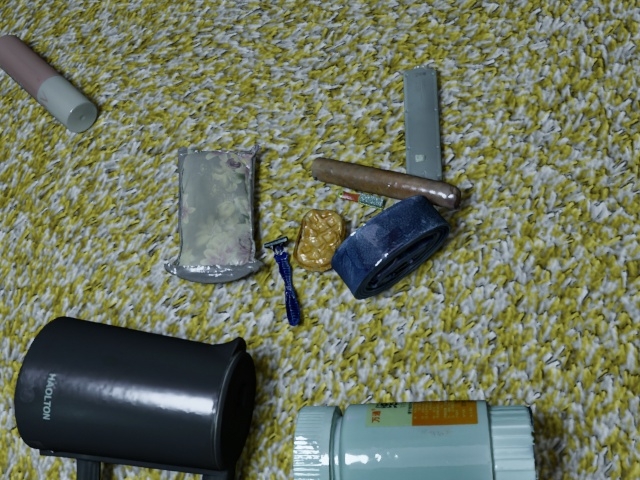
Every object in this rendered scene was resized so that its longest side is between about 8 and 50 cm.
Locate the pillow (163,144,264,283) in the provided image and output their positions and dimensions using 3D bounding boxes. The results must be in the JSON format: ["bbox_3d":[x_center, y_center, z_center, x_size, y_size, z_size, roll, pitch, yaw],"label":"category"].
[{"bbox_3d":[-0.173,-0.046,1.305,0.169,0.059,0.255,-5,67,10],"label":"pillow"}]

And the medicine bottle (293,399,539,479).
[{"bbox_3d":[0.131,0.302,1.056,0.318,0.158,0.158,-4,69,11],"label":"medicine bottle"}]

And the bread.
[{"bbox_3d":[0.000,0.000,1.258,0.083,0.044,0.111,8,69,13],"label":"bread"}]

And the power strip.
[{"bbox_3d":[0.173,-0.183,1.298,0.060,0.027,0.253,-3,70,10],"label":"power strip"}]

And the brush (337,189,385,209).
[{"bbox_3d":[0.066,-0.071,1.283,0.083,0.021,0.019,16,79,18],"label":"brush"}]

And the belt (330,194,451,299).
[{"bbox_3d":[0.110,0.006,1.179,0.190,0.141,0.082,-35,69,-4],"label":"belt"}]

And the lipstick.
[{"bbox_3d":[-0.533,-0.303,1.469,0.254,0.070,0.070,40,82,22],"label":"lipstick"}]

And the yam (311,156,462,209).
[{"bbox_3d":[0.106,-0.094,1.252,0.263,0.046,0.046,14,73,25],"label":"yam"}]

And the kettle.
[{"bbox_3d":[-0.271,0.259,1.132,0.307,0.203,0.262,7,58,11],"label":"kettle"}]

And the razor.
[{"bbox_3d":[-0.054,0.070,1.251,0.044,0.028,0.155,-20,66,13],"label":"razor"}]
